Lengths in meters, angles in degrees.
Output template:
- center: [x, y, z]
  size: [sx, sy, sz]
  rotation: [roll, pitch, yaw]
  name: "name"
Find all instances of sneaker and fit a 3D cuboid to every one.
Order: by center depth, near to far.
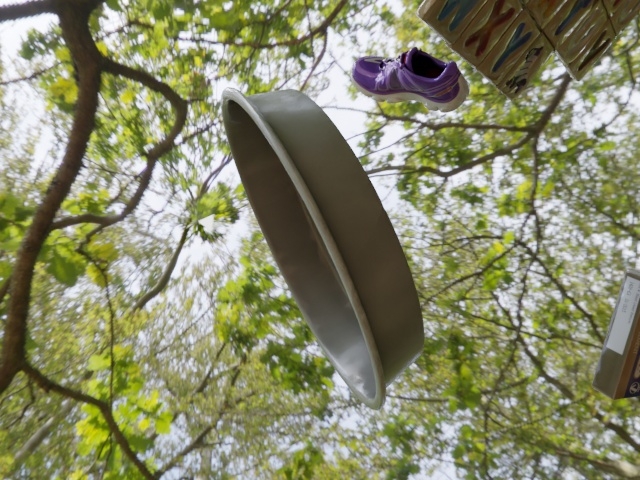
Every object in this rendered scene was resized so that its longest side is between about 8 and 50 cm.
- center: [0.107, -0.213, 0.826]
  size: [0.068, 0.170, 0.071]
  rotation: [-55, -41, -19]
  name: "sneaker"

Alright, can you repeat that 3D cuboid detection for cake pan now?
- center: [0.000, 0.000, 0.569]
  size: [0.054, 0.293, 0.293]
  rotation: [-25, -84, -11]
  name: "cake pan"

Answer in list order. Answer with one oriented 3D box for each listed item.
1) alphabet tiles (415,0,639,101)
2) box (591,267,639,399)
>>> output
- center: [0.160, -0.166, 0.365]
  size: [0.009, 0.237, 0.198]
  rotation: [46, -71, 24]
  name: "alphabet tiles"
- center: [0.406, 0.101, 0.745]
  size: [0.225, 0.036, 0.136]
  rotation: [2, -74, -31]
  name: "box"
